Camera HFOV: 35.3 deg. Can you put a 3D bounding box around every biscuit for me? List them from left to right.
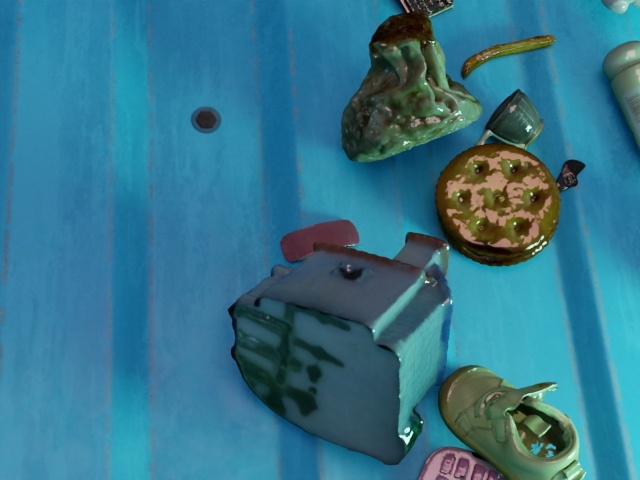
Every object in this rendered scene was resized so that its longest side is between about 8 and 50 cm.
[{"bbox_3d":[0.307,-0.063,1.742,0.220,0.066,0.221,-1,69,3],"label":"biscuit"}]

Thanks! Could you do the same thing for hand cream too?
[{"bbox_3d":[0.620,-0.225,1.842,0.147,0.093,0.306,-18,71,-11],"label":"hand cream"}]

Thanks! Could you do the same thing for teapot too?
[{"bbox_3d":[0.348,-0.201,1.822,0.091,0.124,0.092,40,27,-1],"label":"teapot"}]

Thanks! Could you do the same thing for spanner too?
[{"bbox_3d":[0.400,-0.081,1.800,0.208,0.012,0.046,-37,73,-18],"label":"spanner"}]

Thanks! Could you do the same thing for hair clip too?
[{"bbox_3d":[0.000,-0.001,1.720,0.137,0.022,0.054,-14,65,-11],"label":"hair clip"}]

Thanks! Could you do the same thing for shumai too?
[{"bbox_3d":[0.133,-0.261,1.724,0.225,0.260,0.222,-27,92,-46],"label":"shumai"}]

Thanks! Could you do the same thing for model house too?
[{"bbox_3d":[0.070,0.122,1.588,0.294,0.252,0.329,14,39,26],"label":"model house"}]

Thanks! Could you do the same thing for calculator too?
[{"bbox_3d":[0.269,0.434,1.542,0.294,0.043,0.194,20,66,8],"label":"calculator"}]

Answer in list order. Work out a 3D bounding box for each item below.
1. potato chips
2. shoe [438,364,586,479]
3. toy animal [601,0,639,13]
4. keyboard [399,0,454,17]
[{"bbox_3d":[0.353,-0.357,1.912,0.204,0.026,0.037,-21,73,-15],"label":"potato chips"},{"bbox_3d":[0.306,0.282,1.557,0.140,0.128,0.262,-17,53,-36],"label":"shoe"},{"bbox_3d":[0.587,-0.563,1.952,0.357,0.194,0.258,24,75,14],"label":"toy animal"},{"bbox_3d":[0.149,-0.573,1.955,0.106,0.027,0.317,-27,83,-15],"label":"keyboard"}]
